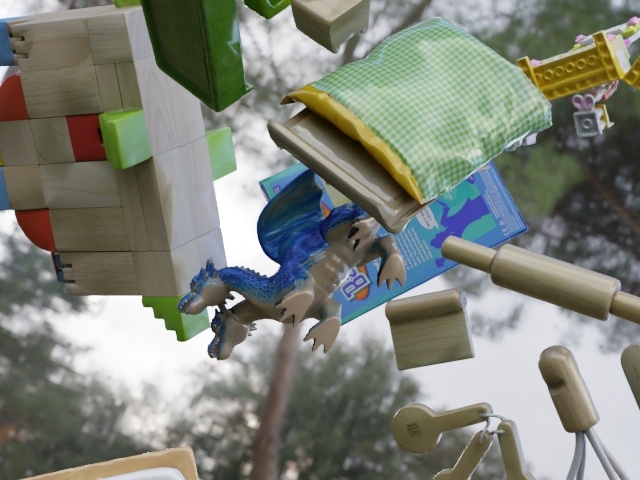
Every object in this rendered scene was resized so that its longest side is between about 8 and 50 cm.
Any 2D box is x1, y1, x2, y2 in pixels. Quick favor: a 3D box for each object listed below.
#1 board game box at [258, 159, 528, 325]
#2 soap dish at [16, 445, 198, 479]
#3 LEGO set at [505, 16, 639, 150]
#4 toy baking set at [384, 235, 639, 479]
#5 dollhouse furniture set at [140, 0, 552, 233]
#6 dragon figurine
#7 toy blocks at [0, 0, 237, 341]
[{"bbox_3d":[0.068,-0.031,1.449,0.160,0.210,0.047,63,-6,3],"label":"board game box"},{"bbox_3d":[-0.188,0.324,1.177,0.229,0.290,0.118,-10,-4,-14],"label":"soap dish"},{"bbox_3d":[0.299,-0.139,1.380,0.287,0.107,0.132,10,-63,31],"label":"LEGO set"},{"bbox_3d":[0.158,0.108,1.025,0.256,0.196,0.030,14,17,23],"label":"toy baking set"},{"bbox_3d":[0.020,-0.172,1.221,0.301,0.197,0.151,38,-27,29],"label":"dollhouse furniture set"},{"bbox_3d":[0.000,0.000,1.295,0.085,0.289,0.144,42,3,-38],"label":"dragon figurine"},{"bbox_3d":[-0.252,-0.092,1.573,0.261,0.191,0.381,-1,-74,31],"label":"toy blocks"}]
